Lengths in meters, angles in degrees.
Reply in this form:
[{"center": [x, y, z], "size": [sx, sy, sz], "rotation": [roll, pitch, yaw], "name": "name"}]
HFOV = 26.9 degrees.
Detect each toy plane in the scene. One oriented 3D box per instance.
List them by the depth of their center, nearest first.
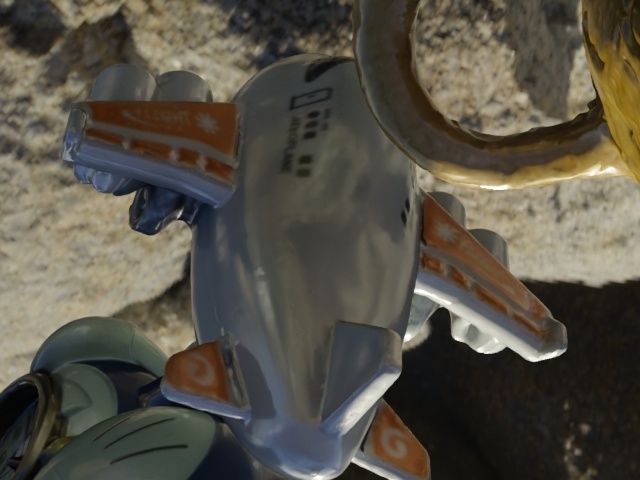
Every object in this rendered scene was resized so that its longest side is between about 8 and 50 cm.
[{"center": [0.000, 0.000, 0.581], "size": [0.244, 0.245, 0.117], "rotation": [33, 129, -7], "name": "toy plane"}]

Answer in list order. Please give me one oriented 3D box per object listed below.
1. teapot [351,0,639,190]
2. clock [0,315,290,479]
[{"center": [0.151, -0.099, 0.364], "size": [0.311, 0.203, 0.167], "rotation": [-13, 109, 21], "name": "teapot"}, {"center": [-0.097, 0.139, 0.691], "size": [0.146, 0.243, 0.200], "rotation": [40, 90, -30], "name": "clock"}]
